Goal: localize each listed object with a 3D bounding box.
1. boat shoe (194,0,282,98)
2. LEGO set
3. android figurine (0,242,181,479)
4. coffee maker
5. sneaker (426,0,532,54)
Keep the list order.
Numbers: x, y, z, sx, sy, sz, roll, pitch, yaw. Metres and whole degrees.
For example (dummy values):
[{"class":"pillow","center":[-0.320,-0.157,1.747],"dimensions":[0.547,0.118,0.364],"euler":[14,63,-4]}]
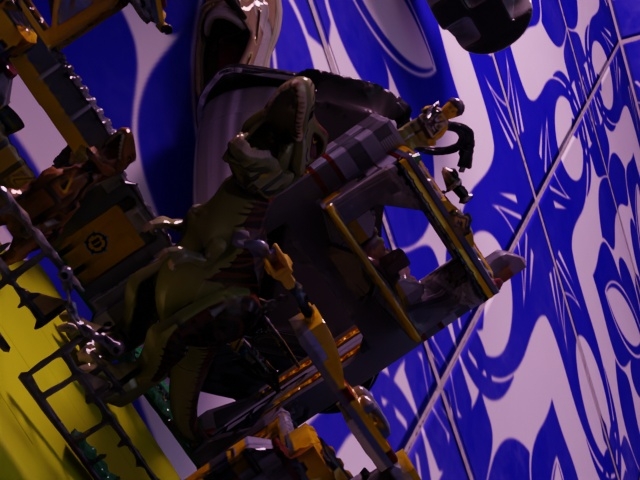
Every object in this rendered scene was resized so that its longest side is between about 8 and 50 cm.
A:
[{"class":"boat shoe","center":[-0.056,-0.137,0.712],"dimensions":[0.045,0.050,0.135],"euler":[42,43,-59]},{"class":"LEGO set","center":[-0.030,-0.029,0.426],"dimensions":[0.331,0.192,0.255],"euler":[56,0,-3]},{"class":"android figurine","center":[-0.099,0.087,0.391],"dimensions":[0.272,0.056,0.248],"euler":[57,0,2]},{"class":"coffee maker","center":[0.000,0.000,0.628],"dimensions":[0.120,0.171,0.178],"euler":[67,24,-59]},{"class":"sneaker","center":[0.096,-0.346,1.068],"dimensions":[0.146,0.122,0.330],"euler":[-96,159,-58]}]
